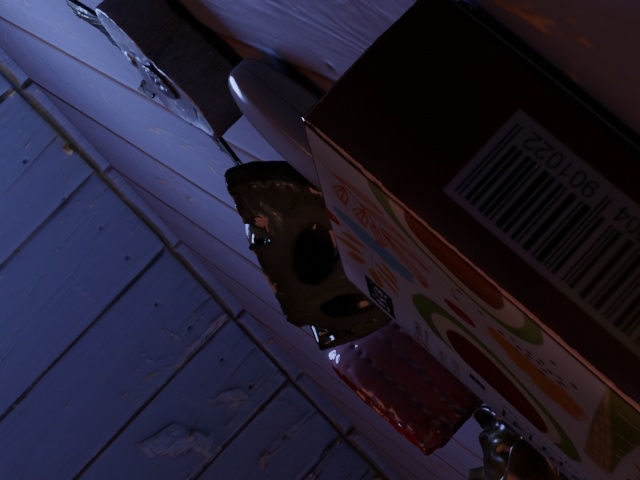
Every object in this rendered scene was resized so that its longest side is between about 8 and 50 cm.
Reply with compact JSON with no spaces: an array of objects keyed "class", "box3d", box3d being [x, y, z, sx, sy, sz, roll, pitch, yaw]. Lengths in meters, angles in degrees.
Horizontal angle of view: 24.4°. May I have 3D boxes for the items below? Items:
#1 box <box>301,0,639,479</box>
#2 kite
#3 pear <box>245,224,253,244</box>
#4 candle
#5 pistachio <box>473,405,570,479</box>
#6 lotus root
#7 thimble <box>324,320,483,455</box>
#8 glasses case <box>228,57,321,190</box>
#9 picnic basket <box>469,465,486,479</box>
[{"class":"box","box3d":[0.167,0.048,1.001,0.344,0.122,0.385,42,171,14]},{"class":"kite","box3d":[-0.223,-0.211,1.950,0.335,0.011,0.314,45,171,-1]},{"class":"pear","box3d":[-0.042,-0.023,1.719,0.092,0.097,0.092,47,176,4]},{"class":"candle","box3d":[-0.146,-0.184,1.536,0.192,0.068,0.168,46,173,11]},{"class":"pistachio","box3d":[0.231,0.236,1.597,0.165,0.130,0.210,41,180,3]},{"class":"lotus root","box3d":[0.006,0.000,1.528,0.314,0.142,0.210,62,-177,-85]},{"class":"thimble","box3d":[0.107,0.160,1.814,0.189,0.125,0.163,42,174,14]},{"class":"glasses case","box3d":[0.007,-0.081,1.339,0.233,0.059,0.092,42,169,19]},{"class":"picnic basket","box3d":[0.296,0.345,1.763,0.267,0.139,0.165,43,171,10]}]
